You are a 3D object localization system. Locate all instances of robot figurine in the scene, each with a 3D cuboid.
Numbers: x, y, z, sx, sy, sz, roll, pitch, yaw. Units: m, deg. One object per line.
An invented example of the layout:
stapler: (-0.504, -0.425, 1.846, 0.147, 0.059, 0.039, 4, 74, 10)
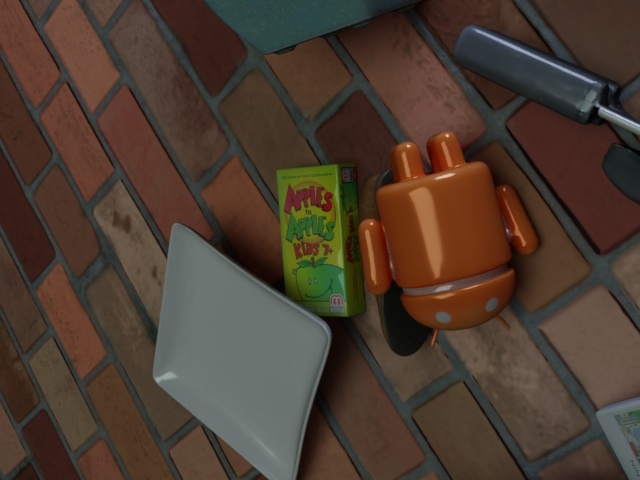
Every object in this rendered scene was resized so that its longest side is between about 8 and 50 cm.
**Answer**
robot figurine: (0.134, -0.002, 0.895, 0.128, 0.158, 0.220, -9, 96, 49)

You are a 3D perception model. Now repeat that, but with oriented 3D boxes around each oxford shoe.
oxford shoe: (0.083, 0.026, 0.983, 0.076, 0.076, 0.213, -7, 88, 59)

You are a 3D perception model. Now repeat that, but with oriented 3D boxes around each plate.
plate: (-0.103, 0.146, 1.102, 0.277, 0.045, 0.278, 33, 127, 29)

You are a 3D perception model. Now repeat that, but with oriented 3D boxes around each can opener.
can opener: (0.249, -0.119, 0.836, 0.283, 0.076, 0.095, 33, 112, 29)

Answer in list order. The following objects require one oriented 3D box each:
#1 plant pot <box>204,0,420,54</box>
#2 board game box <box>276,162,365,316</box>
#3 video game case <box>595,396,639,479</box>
plant pot: (-0.013, -0.343, 0.903, 0.247, 0.248, 0.252, -9, 106, 35)
board game box: (0.000, 0.000, 1.043, 0.092, 0.043, 0.182, -2, 94, 36)
video game case: (0.361, 0.228, 0.754, 0.206, 0.026, 0.227, 65, 157, 11)
